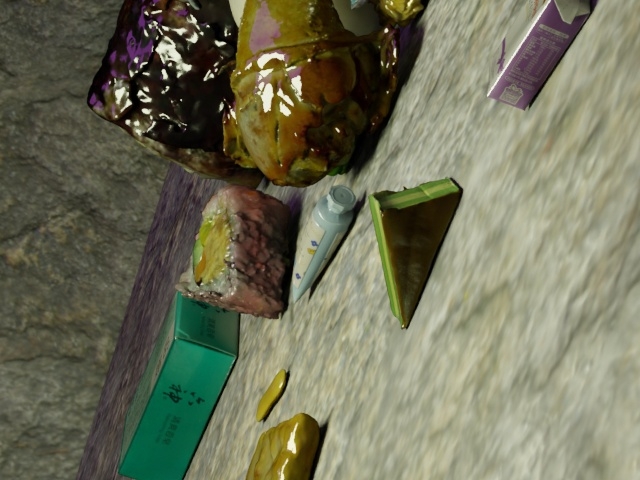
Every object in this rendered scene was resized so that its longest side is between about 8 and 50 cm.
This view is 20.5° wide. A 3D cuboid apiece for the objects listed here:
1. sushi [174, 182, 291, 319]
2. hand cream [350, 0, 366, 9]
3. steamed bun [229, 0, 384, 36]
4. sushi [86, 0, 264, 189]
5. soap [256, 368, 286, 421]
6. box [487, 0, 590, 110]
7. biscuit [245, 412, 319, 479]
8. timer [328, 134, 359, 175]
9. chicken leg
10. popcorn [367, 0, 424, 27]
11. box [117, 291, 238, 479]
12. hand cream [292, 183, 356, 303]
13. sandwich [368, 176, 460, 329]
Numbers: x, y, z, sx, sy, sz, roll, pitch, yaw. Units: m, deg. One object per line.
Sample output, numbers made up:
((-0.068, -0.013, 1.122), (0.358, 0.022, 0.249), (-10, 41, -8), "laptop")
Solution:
((-0.093, 0.011, 2.223), (0.241, 0.107, 0.161), (2, 74, 70), "sushi")
((0.062, -0.334, 1.718), (0.083, 0.048, 0.224), (134, 151, -58), "hand cream")
((0.000, -0.363, 2.150), (0.324, 0.206, 0.324), (-160, 90, -80), "steamed bun")
((-0.167, -0.263, 2.561), (0.294, 0.299, 0.281), (-65, 28, 20), "sushi")
((-0.056, 0.176, 2.007), (0.089, 0.012, 0.034), (122, 163, -48), "soap")
((0.173, -0.161, 1.402), (0.117, 0.036, 0.050), (122, 163, -45), "box")
((-0.052, 0.262, 1.775), (0.183, 0.039, 0.174), (133, 155, -67), "biscuit")
((0.023, -0.141, 2.075), (0.140, 0.047, 0.128), (-131, 59, -77), "timer")
((-0.008, -0.233, 1.926), (0.140, 0.212, 0.361), (-29, -54, -70), "chicken leg")
((0.088, -0.271, 1.954), (0.082, 0.057, 0.083), (-14, 54, 69), "popcorn")
((-0.195, 0.202, 2.438), (0.153, 0.092, 0.244), (-92, 23, -60), "box")
((0.000, 0.000, 1.963), (0.170, 0.043, 0.065), (115, 169, -50), "hand cream")
((0.093, 0.011, 1.578), (0.074, 0.074, 0.116), (-117, 15, -74), "sandwich")
